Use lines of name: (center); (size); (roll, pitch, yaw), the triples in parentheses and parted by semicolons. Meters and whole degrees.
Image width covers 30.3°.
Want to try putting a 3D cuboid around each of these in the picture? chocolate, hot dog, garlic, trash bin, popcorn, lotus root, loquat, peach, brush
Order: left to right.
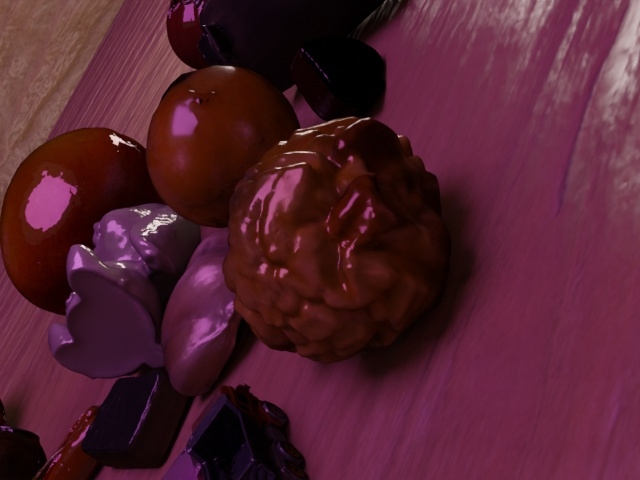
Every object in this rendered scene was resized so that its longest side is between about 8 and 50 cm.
lotus root: (-0.524, 0.420, 1.839); (0.152, 0.160, 0.275); (113, -179, -67)
hot dog: (-0.380, 0.346, 1.759); (0.235, 0.062, 0.092); (-57, 26, 3)
peach: (-0.388, -0.020, 1.976); (0.308, 0.308, 0.332); (-38, 39, 39)
brush: (-0.256, 0.247, 1.634); (0.197, 0.059, 0.123); (-18, 43, 57)
garlic: (-0.142, 0.067, 1.579); (0.228, 0.110, 0.217); (-50, 20, 18)
loquat: (-0.136, -0.129, 1.663); (0.235, 0.235, 0.235); (-45, 25, 28)
trash bin: (-0.024, -0.383, 1.803); (0.252, 0.203, 0.301); (-22, -11, -47)
popcorn: (0.000, 0.000, 1.241); (0.332, 0.225, 0.265); (-41, 30, 61)
chocolate: (0.017, -0.212, 1.619); (0.148, 0.125, 0.080); (-90, 22, -46)

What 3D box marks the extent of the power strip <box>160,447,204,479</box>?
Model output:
power strip: (-0.209, 0.371, 1.402); (0.279, 0.037, 0.109); (-55, 22, 6)

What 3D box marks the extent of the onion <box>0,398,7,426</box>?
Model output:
onion: (-0.764, 0.359, 2.235); (0.341, 0.341, 0.341); (-45, 25, 28)

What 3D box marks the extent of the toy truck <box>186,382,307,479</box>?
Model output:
toy truck: (-0.080, 0.228, 1.253); (0.083, 0.092, 0.192); (-54, 22, 11)

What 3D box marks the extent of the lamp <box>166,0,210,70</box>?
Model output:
lamp: (-0.166, -0.398, 2.082); (0.227, 0.227, 0.227); (-45, 25, 28)

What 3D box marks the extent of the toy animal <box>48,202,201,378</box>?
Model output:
toy animal: (-0.269, 0.058, 1.768); (0.265, 0.206, 0.271); (-68, -1, -53)
